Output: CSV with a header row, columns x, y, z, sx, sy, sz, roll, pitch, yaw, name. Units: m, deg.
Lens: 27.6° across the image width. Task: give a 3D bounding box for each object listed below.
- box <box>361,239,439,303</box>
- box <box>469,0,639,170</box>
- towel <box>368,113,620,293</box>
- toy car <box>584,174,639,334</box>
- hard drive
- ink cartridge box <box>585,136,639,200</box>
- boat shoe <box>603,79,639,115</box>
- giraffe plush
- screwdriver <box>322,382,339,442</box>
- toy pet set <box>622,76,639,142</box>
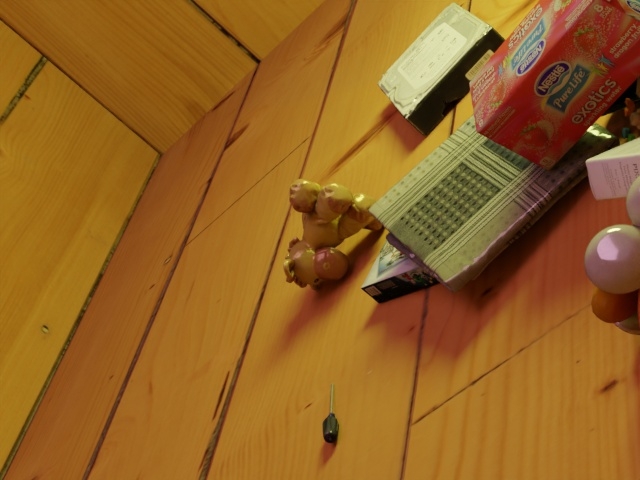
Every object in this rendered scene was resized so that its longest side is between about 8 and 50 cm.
x,y,z,sx,sy,sz,roll,pitch,yaw,name
0.173,0.002,2.007,0.233,0.044,0.159,-23,31,55,box
0.324,-0.235,1.726,0.257,0.128,0.123,-49,26,36,box
0.244,-0.080,1.892,0.324,0.056,0.312,-41,30,-1,towel
0.370,0.024,1.355,0.136,0.159,0.182,31,80,37,toy car
0.232,-0.345,2.562,0.237,0.064,0.339,-46,17,9,hard drive
0.432,-0.103,1.436,0.189,0.066,0.232,-22,12,-21,ink cartridge box
0.446,-0.241,1.762,0.254,0.095,0.079,-26,27,55,boat shoe
0.000,0.000,2.283,0.210,0.181,0.171,0,73,55,giraffe plush
0.018,0.252,1.921,0.024,0.025,0.170,-45,9,16,screwdriver
0.444,-0.172,1.704,0.122,0.065,0.114,-94,4,-68,toy pet set
